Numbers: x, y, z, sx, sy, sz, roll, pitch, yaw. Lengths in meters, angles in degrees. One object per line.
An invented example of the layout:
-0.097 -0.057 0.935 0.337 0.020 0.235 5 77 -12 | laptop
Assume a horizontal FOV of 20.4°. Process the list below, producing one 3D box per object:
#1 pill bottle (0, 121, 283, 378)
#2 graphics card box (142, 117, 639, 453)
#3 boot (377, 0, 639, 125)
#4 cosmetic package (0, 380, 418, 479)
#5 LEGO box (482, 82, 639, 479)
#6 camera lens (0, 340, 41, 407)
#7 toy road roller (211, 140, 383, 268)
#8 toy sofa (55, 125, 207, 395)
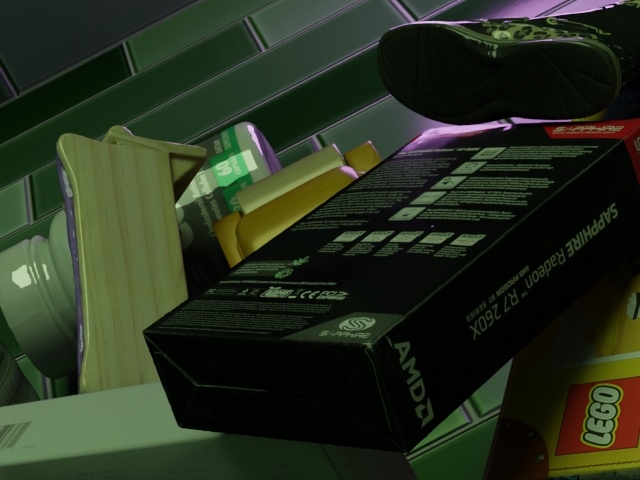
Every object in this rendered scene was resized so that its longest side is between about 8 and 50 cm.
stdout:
-0.201 0.018 2.167 0.361 0.204 0.204 -26 24 5 | pill bottle
0.074 0.022 1.350 0.233 0.094 0.371 1 26 42 | graphics card box
0.186 -0.156 1.513 0.236 0.085 0.179 9 22 39 | boot
-0.087 0.251 1.496 0.377 0.284 0.097 -11 29 32 | cosmetic package
0.378 0.030 1.433 0.372 0.193 0.500 -11 42 32 | LEGO box
-0.383 0.228 1.855 0.219 0.274 0.219 -23 24 11 | camera lens
0.000 0.000 1.879 0.202 0.240 0.329 -27 46 0 | toy road roller
-0.207 0.065 1.888 0.150 0.177 0.362 -52 40 46 | toy sofa
